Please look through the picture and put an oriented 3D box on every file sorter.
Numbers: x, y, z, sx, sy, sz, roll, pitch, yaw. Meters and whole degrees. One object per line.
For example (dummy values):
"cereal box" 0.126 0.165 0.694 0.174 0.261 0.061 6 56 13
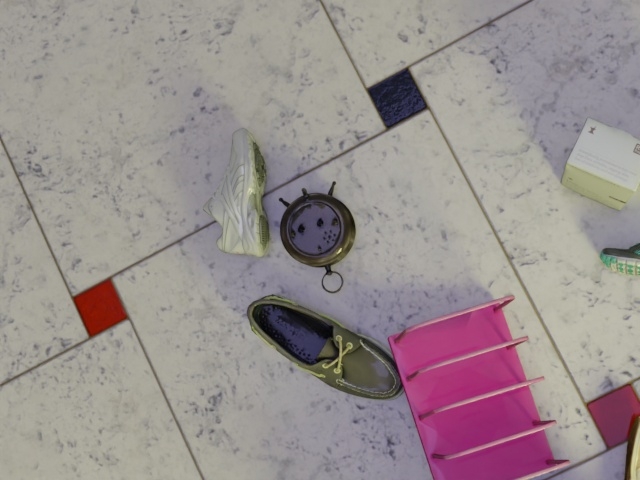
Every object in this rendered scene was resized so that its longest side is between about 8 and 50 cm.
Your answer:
"file sorter" 0.256 0.255 1.757 0.202 0.182 0.290 -17 79 -5

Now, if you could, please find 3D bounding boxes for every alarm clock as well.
"alarm clock" 0.000 0.000 1.918 0.129 0.064 0.192 -18 85 9

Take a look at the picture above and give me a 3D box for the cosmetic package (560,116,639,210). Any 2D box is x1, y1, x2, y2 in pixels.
"cosmetic package" 0.456 -0.119 1.750 0.117 0.231 0.085 25 91 13

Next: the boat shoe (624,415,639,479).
"boat shoe" 0.532 0.373 1.784 0.059 0.063 0.170 5 96 9

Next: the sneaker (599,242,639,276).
"sneaker" 0.551 0.020 1.816 0.166 0.065 0.076 6 70 8

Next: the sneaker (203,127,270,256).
"sneaker" -0.157 -0.084 1.942 0.115 0.090 0.232 -4 84 14

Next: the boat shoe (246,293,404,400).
"boat shoe" 0.007 0.188 1.883 0.305 0.091 0.109 28 91 12
